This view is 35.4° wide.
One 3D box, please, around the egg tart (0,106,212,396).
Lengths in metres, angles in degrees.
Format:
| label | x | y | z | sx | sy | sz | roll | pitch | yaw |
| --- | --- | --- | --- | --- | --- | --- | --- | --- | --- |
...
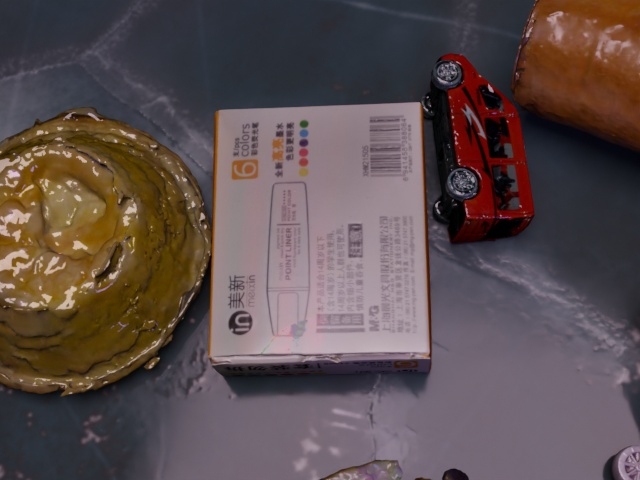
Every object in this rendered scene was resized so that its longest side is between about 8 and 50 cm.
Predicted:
| label | x | y | z | sx | sy | sz | roll | pitch | yaw |
| --- | --- | --- | --- | --- | --- | --- | --- | --- | --- |
| egg tart | -0.264 | -0.003 | 1.012 | 0.315 | 0.120 | 0.315 | -1 | 70 | 3 |

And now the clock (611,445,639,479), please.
| label | x | y | z | sx | sy | sz | roll | pitch | yaw |
| --- | --- | --- | --- | --- | --- | --- | --- | --- | --- |
| clock | 0.328 | 0.238 | 0.921 | 0.129 | 0.041 | 0.087 | 21 | 70 | 6 |

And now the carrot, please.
| label | x | y | z | sx | sy | sz | roll | pitch | yaw |
| --- | --- | --- | --- | --- | --- | --- | --- | --- | --- |
| carrot | 0.337 | -0.158 | 1.011 | 0.254 | 0.196 | 0.196 | 15 | 72 | 21 |

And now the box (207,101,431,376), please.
| label | x | y | z | sx | sy | sz | roll | pitch | yaw |
| --- | --- | --- | --- | --- | --- | --- | --- | --- | --- |
| box | 0.000 | 0.000 | 1.005 | 0.221 | 0.091 | 0.274 | 0 | 70 | 5 |

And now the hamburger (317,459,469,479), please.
| label | x | y | z | sx | sy | sz | roll | pitch | yaw |
| --- | --- | --- | --- | --- | --- | --- | --- | --- | --- |
| hamburger | 0.003 | 0.305 | 0.799 | 0.318 | 0.277 | 0.195 | -26 | 66 | 0 |

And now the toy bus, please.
| label | x | y | z | sx | sy | sz | roll | pitch | yaw |
| --- | --- | --- | --- | --- | --- | --- | --- | --- | --- |
| toy bus | 0.159 | -0.098 | 1.036 | 0.089 | 0.081 | 0.195 | -3 | 70 | -7 |
